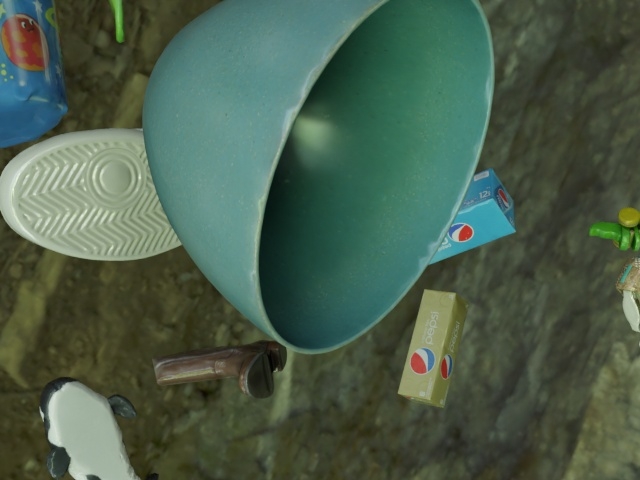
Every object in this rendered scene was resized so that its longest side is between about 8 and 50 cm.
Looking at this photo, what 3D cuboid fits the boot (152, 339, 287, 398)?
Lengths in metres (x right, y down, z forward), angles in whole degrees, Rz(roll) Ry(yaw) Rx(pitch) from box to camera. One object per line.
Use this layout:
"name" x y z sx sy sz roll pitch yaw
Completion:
"boot" -0.093 0.109 0.763 0.106 0.114 0.037 -25 110 -77

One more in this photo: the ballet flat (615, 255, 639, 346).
"ballet flat" 0.459 0.114 1.275 0.067 0.206 0.073 -42 -159 -18

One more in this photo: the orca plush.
"orca plush" -0.350 0.304 1.422 0.151 0.102 0.287 -56 133 -16

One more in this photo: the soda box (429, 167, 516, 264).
"soda box" 0.163 -0.019 1.297 0.210 0.071 0.067 -22 -144 27

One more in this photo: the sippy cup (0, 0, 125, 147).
"sippy cup" -0.384 -0.222 1.009 0.240 0.306 0.224 2 70 -66

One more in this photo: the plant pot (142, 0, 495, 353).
"plant pot" -0.023 -0.084 0.724 0.290 0.195 0.290 -37 141 -37

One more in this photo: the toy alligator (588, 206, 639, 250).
"toy alligator" 0.459 -0.016 1.242 0.056 0.190 0.051 86 -6 -48

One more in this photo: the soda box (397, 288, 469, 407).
"soda box" 0.185 0.174 1.500 0.058 0.061 0.181 36 65 -51

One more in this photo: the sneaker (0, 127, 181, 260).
"sneaker" -0.174 -0.065 0.963 0.350 0.148 0.131 -8 108 -38
